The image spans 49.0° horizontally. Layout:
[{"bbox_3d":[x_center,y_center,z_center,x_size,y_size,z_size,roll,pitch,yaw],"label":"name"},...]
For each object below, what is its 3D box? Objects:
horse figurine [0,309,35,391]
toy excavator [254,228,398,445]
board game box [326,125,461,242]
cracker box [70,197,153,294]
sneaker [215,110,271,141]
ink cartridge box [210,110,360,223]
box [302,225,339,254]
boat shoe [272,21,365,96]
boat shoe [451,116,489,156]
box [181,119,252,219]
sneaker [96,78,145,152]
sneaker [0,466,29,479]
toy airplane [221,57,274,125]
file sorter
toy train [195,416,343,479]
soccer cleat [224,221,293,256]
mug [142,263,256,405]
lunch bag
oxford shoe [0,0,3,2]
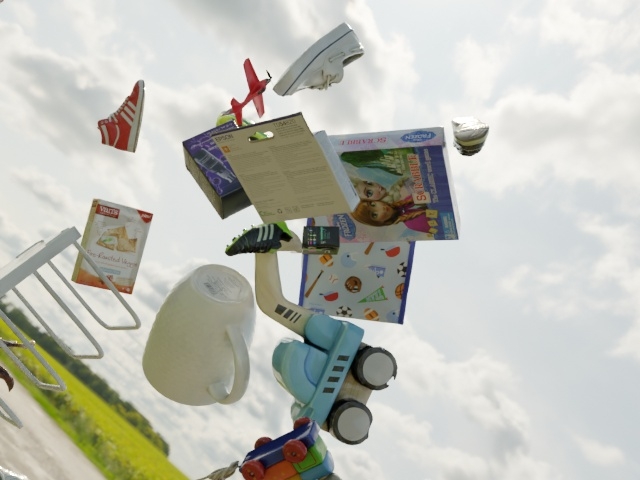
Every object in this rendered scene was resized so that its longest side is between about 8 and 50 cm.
[{"bbox_3d":[-0.595,0.140,1.170,0.263,0.066,0.174,44,20,30],"label":"horse figurine"},{"bbox_3d":[-0.038,0.234,1.741,0.445,0.432,0.222,27,-9,-14],"label":"toy excavator"},{"bbox_3d":[0.152,-0.119,1.657,0.318,0.065,0.318,-2,-41,19],"label":"board game box"},{"bbox_3d":[-0.558,0.016,1.886,0.156,0.232,0.067,16,-5,-33],"label":"cracker box"},{"bbox_3d":[-0.185,-0.290,2.079,0.295,0.109,0.123,38,22,-34],"label":"sneaker"},{"bbox_3d":[-0.066,-0.138,1.324,0.223,0.045,0.224,-5,-52,35],"label":"ink cartridge box"},{"bbox_3d":[0.000,0.000,1.609,0.083,0.052,0.062,0,-19,-4],"label":"box"},{"bbox_3d":[0.005,-0.344,1.398,0.088,0.267,0.096,46,-46,-6],"label":"boat shoe"},{"bbox_3d":[0.333,-0.223,1.563,0.223,0.080,0.073,-80,160,-69],"label":"boat shoe"},{"bbox_3d":[-0.238,-0.182,1.795,0.207,0.153,0.108,52,-22,23],"label":"box"},{"bbox_3d":[-0.317,-0.203,1.117,0.067,0.118,0.042,10,-2,-9],"label":"sneaker"},{"bbox_3d":[-0.681,0.532,1.537,0.152,0.054,0.061,50,16,-13],"label":"sneaker"},{"bbox_3d":[-0.149,-0.303,1.475,0.028,0.151,0.151,27,-25,31],"label":"toy airplane"},{"bbox_3d":[-0.417,0.138,0.945,0.193,0.278,0.173,-12,-64,55],"label":"file sorter"},{"bbox_3d":[-0.086,0.435,1.257,0.143,0.248,0.105,59,15,-5],"label":"toy train"},{"bbox_3d":[-0.127,0.001,1.490,0.072,0.179,0.060,53,-46,7],"label":"soccer cleat"},{"bbox_3d":[-0.291,0.269,1.886,0.374,0.276,0.328,53,-50,38],"label":"mug"},{"bbox_3d":[0.111,0.017,2.049,0.328,0.385,0.239,5,19,0],"label":"lunch bag"},{"bbox_3d":[-0.640,-0.592,1.404,0.147,0.397,0.140,34,-49,-8],"label":"oxford shoe"}]
